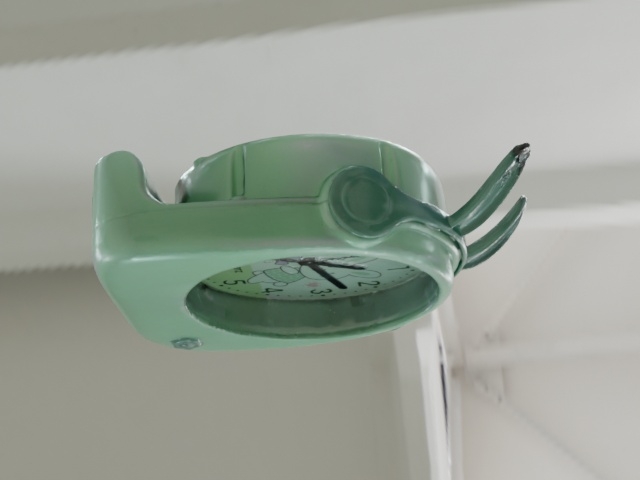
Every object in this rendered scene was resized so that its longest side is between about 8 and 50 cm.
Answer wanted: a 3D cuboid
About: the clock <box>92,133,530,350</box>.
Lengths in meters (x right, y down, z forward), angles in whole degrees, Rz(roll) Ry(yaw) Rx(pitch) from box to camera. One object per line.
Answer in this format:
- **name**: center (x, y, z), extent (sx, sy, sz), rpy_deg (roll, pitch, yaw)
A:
- **clock**: center (0.000, 0.000, 0.601), extent (0.135, 0.101, 0.041), rpy_deg (-5, -111, 4)
